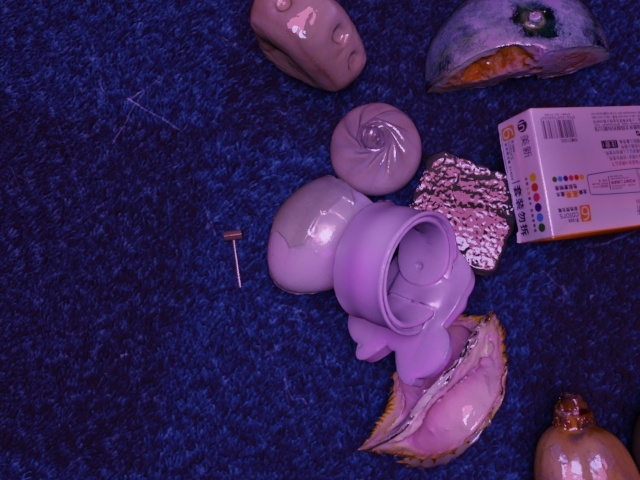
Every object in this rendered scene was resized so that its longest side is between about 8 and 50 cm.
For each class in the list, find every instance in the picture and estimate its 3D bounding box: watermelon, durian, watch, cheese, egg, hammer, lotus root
[{"bbox_3d":[0.340,-0.384,1.076,0.321,0.175,0.188,-11,84,3],"label":"watermelon"},{"bbox_3d":[0.218,0.275,1.040,0.195,0.185,0.305,41,82,-19],"label":"durian"},{"bbox_3d":[0.108,0.067,0.952,0.210,0.217,0.249,17,74,47],"label":"watch"},{"bbox_3d":[-0.030,-0.361,1.096,0.235,0.218,0.117,36,86,-25],"label":"cheese"},{"bbox_3d":[0.000,0.000,1.063,0.183,0.183,0.217,36,89,7],"label":"egg"},{"bbox_3d":[-0.159,0.035,1.155,0.035,0.019,0.110,-8,86,4],"label":"hammer"},{"bbox_3d":[0.442,0.418,1.002,0.169,0.151,0.343,-15,82,16],"label":"lotus root"}]

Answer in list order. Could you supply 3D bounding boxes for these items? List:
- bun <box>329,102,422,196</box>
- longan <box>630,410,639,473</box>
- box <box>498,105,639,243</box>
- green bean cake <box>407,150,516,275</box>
[{"bbox_3d":[0.098,-0.168,1.103,0.172,0.120,0.173,-1,83,7],"label":"bun"},{"bbox_3d":[0.606,0.333,0.977,0.196,0.196,0.221,5,92,5],"label":"longan"},{"bbox_3d":[0.451,-0.114,1.035,0.273,0.091,0.221,-5,83,-21],"label":"box"},{"bbox_3d":[0.250,-0.047,1.090,0.184,0.094,0.184,22,87,7],"label":"green bean cake"}]
